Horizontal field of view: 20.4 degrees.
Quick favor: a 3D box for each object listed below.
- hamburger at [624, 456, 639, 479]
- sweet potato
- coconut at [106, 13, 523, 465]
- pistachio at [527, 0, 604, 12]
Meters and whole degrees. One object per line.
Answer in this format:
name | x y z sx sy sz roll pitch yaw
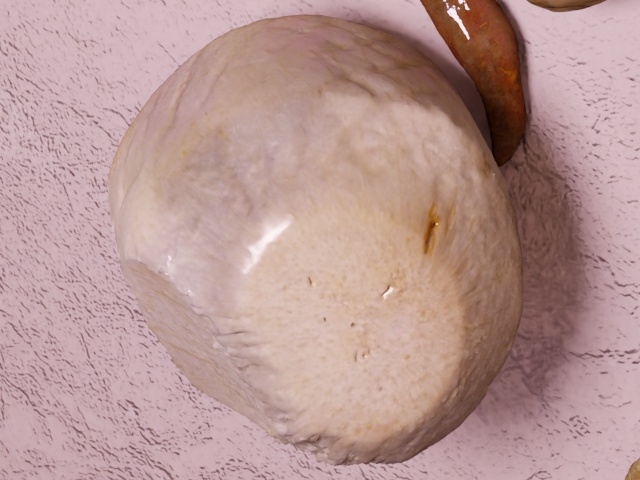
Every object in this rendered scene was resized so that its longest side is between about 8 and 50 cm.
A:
hamburger | 0.413 0.194 1.536 0.288 0.167 0.192 21 123 25
sweet potato | 0.138 -0.186 1.611 0.078 0.058 0.255 -9 110 53
coconut | 0.000 0.000 1.604 0.344 0.415 0.415 -20 103 -1
pistachio | 0.243 -0.310 1.416 0.293 0.181 0.162 -57 36 34
